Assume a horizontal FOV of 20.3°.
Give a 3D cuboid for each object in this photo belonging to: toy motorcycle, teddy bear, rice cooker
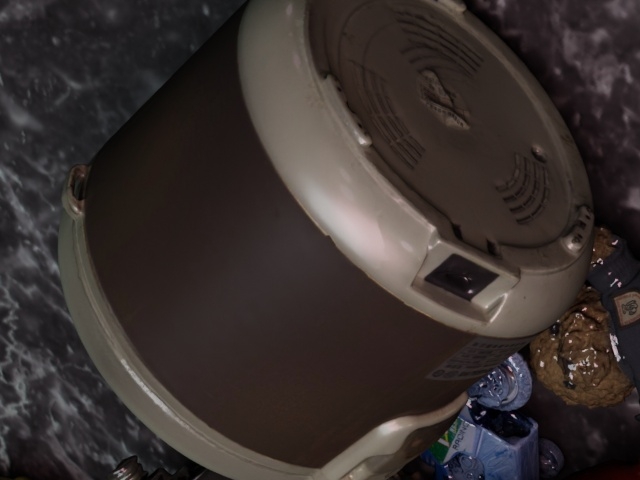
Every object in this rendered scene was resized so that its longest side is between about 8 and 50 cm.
[{"bbox_3d":[0.118,0.174,1.463,0.135,0.092,0.254,17,129,33],"label":"toy motorcycle"},{"bbox_3d":[0.257,0.068,1.325,0.251,0.129,0.182,-19,80,57],"label":"teddy bear"},{"bbox_3d":[0.000,0.000,1.303,0.335,0.335,0.325,48,124,0],"label":"rice cooker"}]

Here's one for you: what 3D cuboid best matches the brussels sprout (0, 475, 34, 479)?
[{"bbox_3d":[-0.281,0.370,1.679,0.259,0.227,0.294,-34,88,21],"label":"brussels sprout"}]

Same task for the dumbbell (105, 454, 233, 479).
[{"bbox_3d":[-0.047,0.352,1.575,0.406,0.179,0.179,50,124,-1],"label":"dumbbell"}]

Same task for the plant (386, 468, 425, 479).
[{"bbox_3d":[0.003,0.287,1.420,0.142,0.164,0.256,33,93,13],"label":"plant"}]

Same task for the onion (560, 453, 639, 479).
[{"bbox_3d":[0.244,0.350,1.288,0.348,0.385,0.348,-6,134,-6],"label":"onion"}]
